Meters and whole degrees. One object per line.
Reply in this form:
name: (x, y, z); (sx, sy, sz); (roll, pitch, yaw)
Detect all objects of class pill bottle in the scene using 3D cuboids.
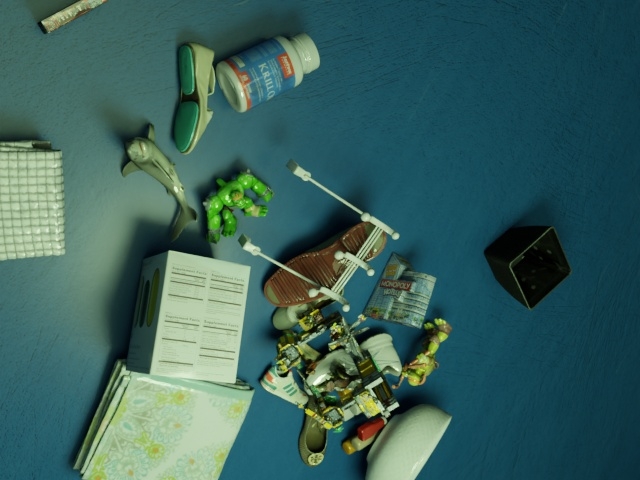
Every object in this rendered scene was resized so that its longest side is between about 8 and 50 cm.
pill bottle: (-0.118, -0.395, 1.523); (0.221, 0.124, 0.124); (-31, 116, -17)

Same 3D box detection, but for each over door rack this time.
over door rack: (0.000, 0.000, 1.569); (0.324, 0.108, 0.239); (33, 97, -16)

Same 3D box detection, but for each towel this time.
towel: (-0.666, -0.083, 1.329); (0.284, 0.121, 0.235); (-6, 105, -24)
towel: (-0.381, 0.466, 1.645); (0.374, 0.090, 0.320); (22, 95, -30)

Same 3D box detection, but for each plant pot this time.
plant pot: (0.610, 0.063, 2.003); (0.187, 0.167, 0.188); (-39, 119, -14)

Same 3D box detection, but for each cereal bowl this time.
cereal bowl: (0.234, 0.614, 1.923); (0.339, 0.141, 0.339); (-49, 159, -26)

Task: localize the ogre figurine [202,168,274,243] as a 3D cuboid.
ogre figurine: (-0.207, -0.088, 1.583); (0.197, 0.097, 0.118); (-26, 133, -3)

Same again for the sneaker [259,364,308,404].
sneaker: (-0.084, 0.390, 1.792); (0.161, 0.057, 0.075); (31, 94, -28)

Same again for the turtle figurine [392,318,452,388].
turtle figurine: (0.305, 0.333, 1.897); (0.087, 0.269, 0.217); (29, 65, 7)

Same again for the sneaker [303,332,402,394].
sneaker: (0.095, 0.360, 1.821); (0.297, 0.129, 0.111); (-21, 149, -19)

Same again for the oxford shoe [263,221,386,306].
oxford shoe: (0.015, 0.064, 1.723); (0.348, 0.130, 0.123); (-28, 95, 3)

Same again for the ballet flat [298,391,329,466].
ballet flat: (-0.009, 0.532, 1.870); (0.084, 0.058, 0.249); (1, 103, -27)

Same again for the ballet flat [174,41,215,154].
ballet flat: (-0.276, -0.318, 1.493); (0.086, 0.086, 0.248); (0, 103, -28)

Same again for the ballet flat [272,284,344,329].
ballet flat: (-0.031, 0.165, 1.749); (0.213, 0.068, 0.072); (-29, 90, -19)

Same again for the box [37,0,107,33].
box: (-0.497, -0.458, 1.325); (0.137, 0.094, 0.027); (-36, 117, -15)

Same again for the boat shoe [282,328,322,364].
boat shoe: (-0.049, 0.283, 1.786); (0.048, 0.056, 0.153); (-49, 121, -19)

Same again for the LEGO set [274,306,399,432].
LEGO set: (0.043, 0.345, 1.656); (0.255, 0.192, 0.331); (-24, 108, -1)

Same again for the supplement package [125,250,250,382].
supplement package: (-0.302, 0.177, 1.497); (0.198, 0.199, 0.262); (13, 77, -29)

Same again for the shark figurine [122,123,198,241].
shark figurine: (-0.380, -0.141, 1.490); (0.116, 0.166, 0.278); (-22, 134, 6)

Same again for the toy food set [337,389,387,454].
toy food set: (0.121, 0.508, 1.906); (0.104, 0.111, 0.232); (-21, 112, -35)

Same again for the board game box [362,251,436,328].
board game box: (0.222, 0.133, 1.831); (0.060, 0.194, 0.194); (25, 77, -31)
